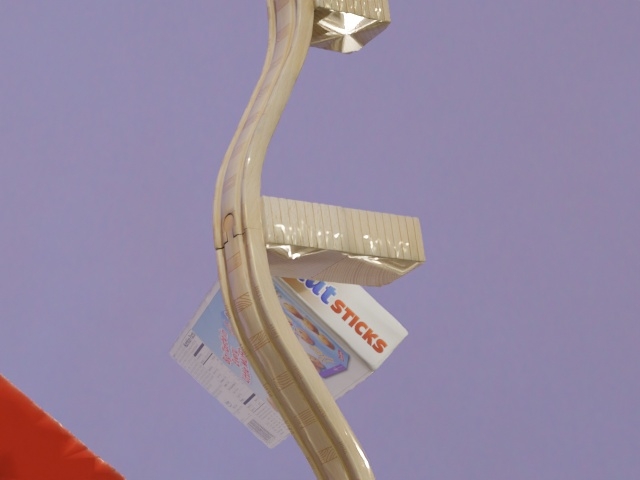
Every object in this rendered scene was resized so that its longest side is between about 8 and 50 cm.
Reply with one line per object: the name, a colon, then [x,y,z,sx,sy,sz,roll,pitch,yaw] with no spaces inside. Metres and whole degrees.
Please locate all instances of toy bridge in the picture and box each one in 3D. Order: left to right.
toy bridge: [0.000,0.000,0.457,0.063,0.188,0.026,6,-25,-34]

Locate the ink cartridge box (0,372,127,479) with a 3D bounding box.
ink cartridge box: [-0.155,0.105,0.296,0.232,0.066,0.189,-40,-62,9]

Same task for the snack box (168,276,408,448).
snack box: [-0.019,0.041,0.608,0.064,0.022,0.178,44,-21,1]
